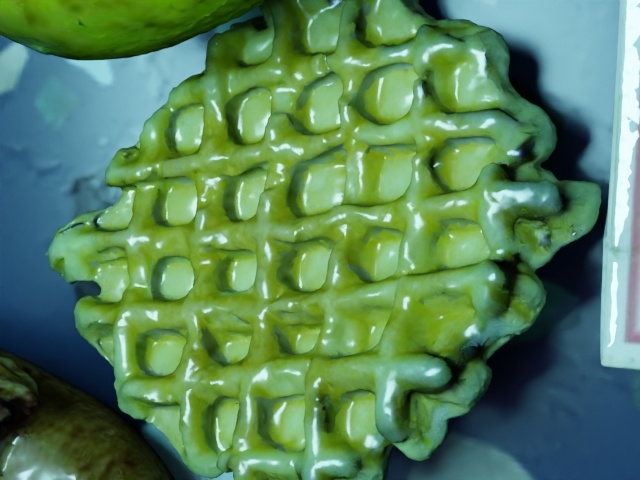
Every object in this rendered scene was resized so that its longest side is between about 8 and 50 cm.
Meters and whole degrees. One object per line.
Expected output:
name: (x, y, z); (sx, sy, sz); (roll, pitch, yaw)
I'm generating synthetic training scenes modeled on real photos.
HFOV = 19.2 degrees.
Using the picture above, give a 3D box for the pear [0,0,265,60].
pear: (-0.072, -0.226, 0.716); (0.342, 0.238, 0.318); (16, 89, 14)

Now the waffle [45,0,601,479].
waffle: (0.002, 0.001, 0.779); (0.223, 0.054, 0.204); (-50, 57, 11)

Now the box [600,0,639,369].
box: (0.220, -0.108, 0.714); (0.210, 0.095, 0.330); (4, 93, 15)

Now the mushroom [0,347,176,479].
mushroom: (-0.185, 0.148, 0.809); (0.297, 0.163, 0.278); (26, 108, 13)
